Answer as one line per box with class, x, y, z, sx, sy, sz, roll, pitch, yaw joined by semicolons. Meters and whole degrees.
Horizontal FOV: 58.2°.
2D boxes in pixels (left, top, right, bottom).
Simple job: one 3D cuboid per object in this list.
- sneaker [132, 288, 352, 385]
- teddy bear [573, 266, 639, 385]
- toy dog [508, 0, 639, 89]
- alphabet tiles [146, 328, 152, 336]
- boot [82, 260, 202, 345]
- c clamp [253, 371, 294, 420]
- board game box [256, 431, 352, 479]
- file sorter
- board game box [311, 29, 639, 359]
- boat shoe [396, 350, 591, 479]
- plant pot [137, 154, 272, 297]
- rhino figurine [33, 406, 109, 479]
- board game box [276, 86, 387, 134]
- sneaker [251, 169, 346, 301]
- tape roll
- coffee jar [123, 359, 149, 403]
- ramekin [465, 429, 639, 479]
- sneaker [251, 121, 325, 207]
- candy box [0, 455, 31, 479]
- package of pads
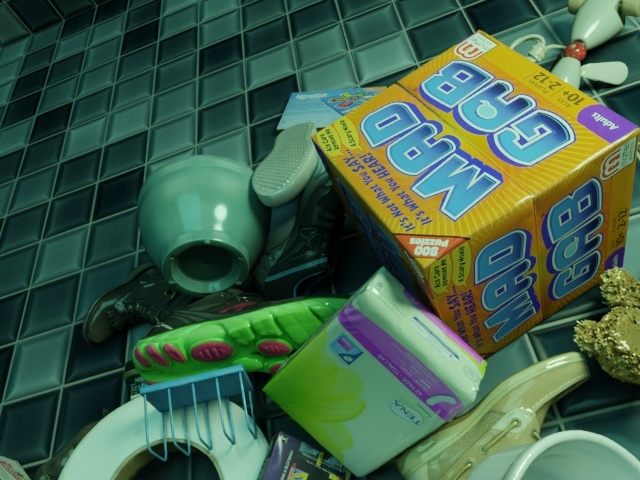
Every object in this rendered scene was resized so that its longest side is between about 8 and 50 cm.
sneaker;-0.123;0.158;1.101;0.484;0.185;0.202;-7;33;11
teddy bear;0.549;0.117;0.900;0.245;0.113;0.338;23;50;23
toy dog;0.606;-0.440;1.303;0.334;0.161;0.220;-45;52;7
alphabet tiles;-0.264;0.226;1.252;0.237;0.009;0.198;-27;49;3
boot;-0.390;0.164;1.295;0.229;0.091;0.263;24;66;38
c clamp;-0.071;0.281;1.120;0.137;0.022;0.160;-23;51;13
board game box;-0.038;0.417;0.923;0.141;0.048;0.170;27;56;-9
file sorter;-0.198;0.293;0.965;0.171;0.118;0.104;-12;60;-5
board game box;0.263;-0.066;1.006;0.357;0.356;0.356;-33;49;-3
boat shoe;0.286;0.300;0.891;0.341;0.121;0.110;-37;56;5
plant pot;-0.241;-0.005;1.212;0.293;0.293;0.196;-21;43;9
rhino figurine;-0.467;0.426;1.151;0.243;0.073;0.106;-45;54;-14
board game box;0.029;-0.345;1.537;0.282;0.027;0.145;4;59;26
sneaker;0.000;0.000;1.196;0.140;0.125;0.340;41;108;31
tape roll;-0.258;0.446;0.976;0.393;0.072;0.391;-2;55;3
coffee jar;-0.344;0.320;1.158;0.096;0.079;0.184;-17;56;4
ramekin;0.300;0.387;0.721;0.278;0.135;0.276;9;66;-20
sneaker;-0.044;-0.142;1.285;0.135;0.150;0.365;-14;27;19
candy box;-0.646;0.474;1.110;0.165;0.196;0.070;24;69;35
package of pads;0.082;0.217;0.899;0.296;0.229;0.101;-48;-1;33
